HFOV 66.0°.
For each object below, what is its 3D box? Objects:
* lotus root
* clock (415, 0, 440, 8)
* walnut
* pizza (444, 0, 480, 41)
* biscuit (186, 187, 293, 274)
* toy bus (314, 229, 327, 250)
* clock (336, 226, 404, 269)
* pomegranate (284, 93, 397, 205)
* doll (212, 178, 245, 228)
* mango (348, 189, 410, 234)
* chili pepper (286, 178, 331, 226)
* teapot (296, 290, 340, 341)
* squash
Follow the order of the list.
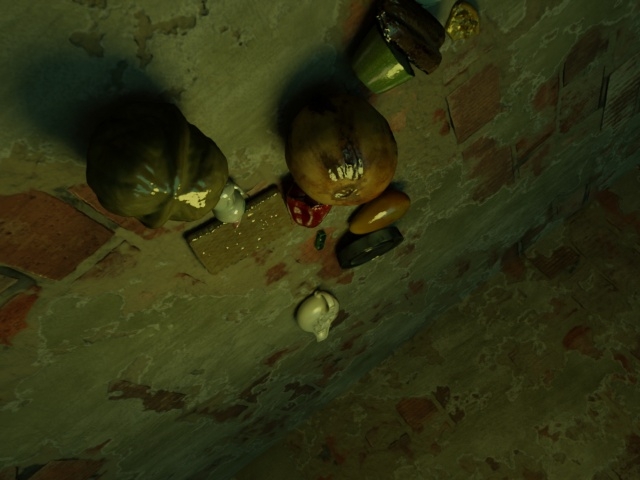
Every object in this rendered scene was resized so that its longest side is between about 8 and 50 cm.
[{"bbox_3d":[0.241,-0.540,1.244,0.078,0.167,0.329,-12,173,35],"label":"lotus root"},{"bbox_3d":[0.298,-0.688,1.226,0.237,0.053,0.236,-23,144,-18],"label":"clock"},{"bbox_3d":[-0.360,-0.163,1.083,0.253,0.277,0.282,-45,136,4],"label":"walnut"},{"bbox_3d":[0.416,-0.624,1.428,0.099,0.035,0.160,-47,146,16],"label":"pizza"},{"bbox_3d":[-0.247,-0.027,1.557,0.325,0.044,0.217,-31,146,-9],"label":"biscuit"},{"bbox_3d":[0.000,0.000,1.825,0.031,0.037,0.083,-16,141,-27],"label":"toy bus"},{"bbox_3d":[0.194,0.030,1.940,0.281,0.055,0.280,-24,166,-6],"label":"clock"},{"bbox_3d":[0.054,-0.242,1.352,0.322,0.322,0.322,-24,145,-18],"label":"pomegranate"},{"bbox_3d":[-0.269,-0.120,1.362,0.107,0.110,0.180,-35,149,0],"label":"doll"},{"bbox_3d":[0.216,-0.105,1.828,0.253,0.113,0.138,-29,154,2],"label":"mango"},{"bbox_3d":[-0.045,-0.102,1.576,0.144,0.136,0.252,-23,161,-18],"label":"chili pepper"},{"bbox_3d":[-0.004,0.314,2.124,0.204,0.139,0.298,-19,144,-21],"label":"teapot"},{"bbox_3d":[0.164,-0.467,1.291,0.123,0.170,0.170,-38,150,29],"label":"squash"}]
